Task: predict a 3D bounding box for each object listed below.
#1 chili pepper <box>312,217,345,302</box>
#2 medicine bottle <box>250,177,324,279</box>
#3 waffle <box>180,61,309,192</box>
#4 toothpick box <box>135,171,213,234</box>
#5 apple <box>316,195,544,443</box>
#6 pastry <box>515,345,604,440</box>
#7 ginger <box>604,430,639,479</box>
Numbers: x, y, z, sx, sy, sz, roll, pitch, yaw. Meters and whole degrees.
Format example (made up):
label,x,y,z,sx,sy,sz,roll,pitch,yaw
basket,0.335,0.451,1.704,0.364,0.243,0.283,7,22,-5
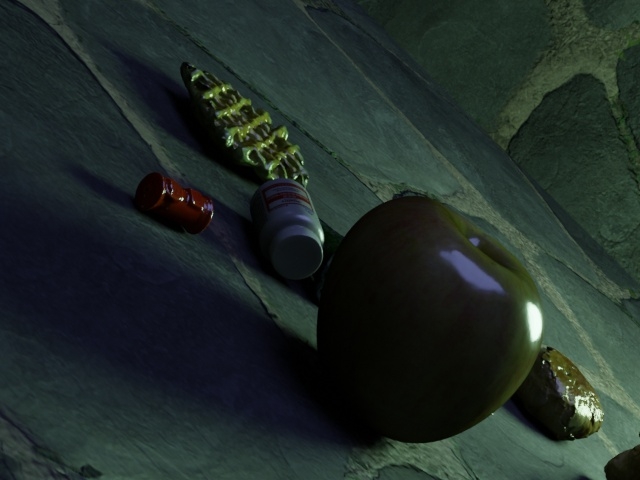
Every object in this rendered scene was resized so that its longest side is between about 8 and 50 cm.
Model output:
label,x,y,z,sx,sy,sz,roll,pitch,yaw
chili pepper,0.000,0.000,1.887,0.059,0.088,0.227,13,23,-23
medicine bottle,-0.039,-0.013,1.813,0.079,0.079,0.140,35,17,-25
waffle,-0.105,-0.148,2.066,0.204,0.054,0.223,28,22,-42
toothpick box,-0.162,-0.042,1.646,0.083,0.047,0.047,27,21,-44
apple,0.109,0.088,1.613,0.257,0.234,0.257,36,18,-14
pastry,0.337,0.218,2.114,0.153,0.081,0.153,43,12,-12
ginger,0.487,0.347,2.060,0.333,0.148,0.081,49,34,-38
